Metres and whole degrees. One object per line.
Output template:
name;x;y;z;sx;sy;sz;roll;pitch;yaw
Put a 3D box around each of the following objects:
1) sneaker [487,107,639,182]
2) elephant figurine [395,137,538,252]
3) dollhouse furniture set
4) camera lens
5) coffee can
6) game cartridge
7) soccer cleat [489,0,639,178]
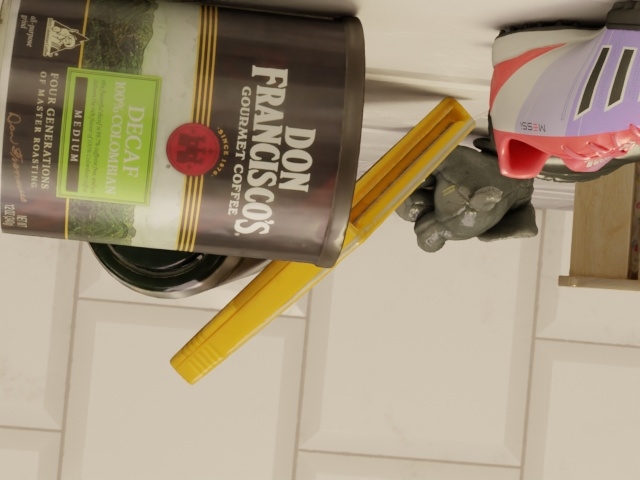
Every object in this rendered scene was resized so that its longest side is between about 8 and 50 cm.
sneaker;0.285;-0.112;1.447;0.286;0.109;0.130;-4;173;-4
elephant figurine;0.228;-0.077;2.256;0.239;0.186;0.169;-7;143;-37
dollhouse furniture set;0.355;0.011;1.689;0.356;0.303;0.174;5;180;23
camera lens;-0.141;-0.053;2.021;0.219;0.219;0.274;5;-172;19
coffee can;-0.116;-0.090;1.352;0.275;0.201;0.201;5;178;-6
game cartridge;0.000;0.000;1.849;0.324;0.052;0.285;-40;-177;41
soccer cleat;0.220;-0.105;1.244;0.109;0.116;0.318;6;179;-24
